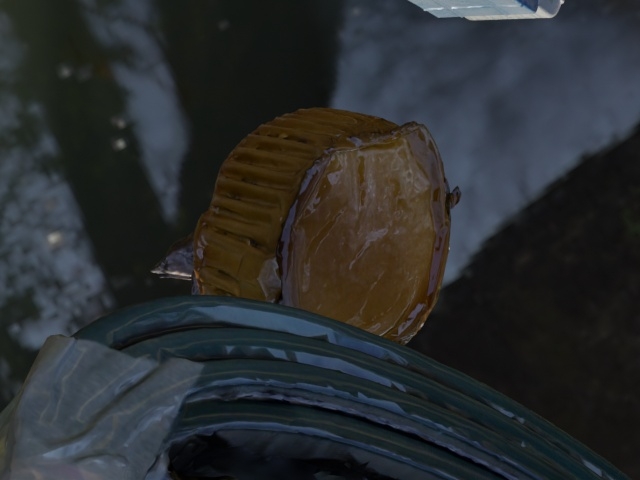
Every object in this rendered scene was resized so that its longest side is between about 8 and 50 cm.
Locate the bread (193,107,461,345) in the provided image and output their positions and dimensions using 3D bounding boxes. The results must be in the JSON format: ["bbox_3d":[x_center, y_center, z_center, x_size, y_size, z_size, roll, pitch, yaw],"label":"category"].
[{"bbox_3d":[0.000,0.001,1.317,0.199,0.104,0.199,-20,117,-45],"label":"bread"}]

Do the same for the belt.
[{"bbox_3d":[0.023,0.206,0.844,0.436,0.300,0.173,25,133,-15],"label":"belt"}]

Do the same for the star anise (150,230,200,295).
[{"bbox_3d":[-0.071,0.004,1.654,0.124,0.129,0.056,-49,131,-21],"label":"star anise"}]

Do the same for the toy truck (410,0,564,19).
[{"bbox_3d":[0.166,-0.337,2.066,0.146,0.175,0.367,2,176,26],"label":"toy truck"}]
